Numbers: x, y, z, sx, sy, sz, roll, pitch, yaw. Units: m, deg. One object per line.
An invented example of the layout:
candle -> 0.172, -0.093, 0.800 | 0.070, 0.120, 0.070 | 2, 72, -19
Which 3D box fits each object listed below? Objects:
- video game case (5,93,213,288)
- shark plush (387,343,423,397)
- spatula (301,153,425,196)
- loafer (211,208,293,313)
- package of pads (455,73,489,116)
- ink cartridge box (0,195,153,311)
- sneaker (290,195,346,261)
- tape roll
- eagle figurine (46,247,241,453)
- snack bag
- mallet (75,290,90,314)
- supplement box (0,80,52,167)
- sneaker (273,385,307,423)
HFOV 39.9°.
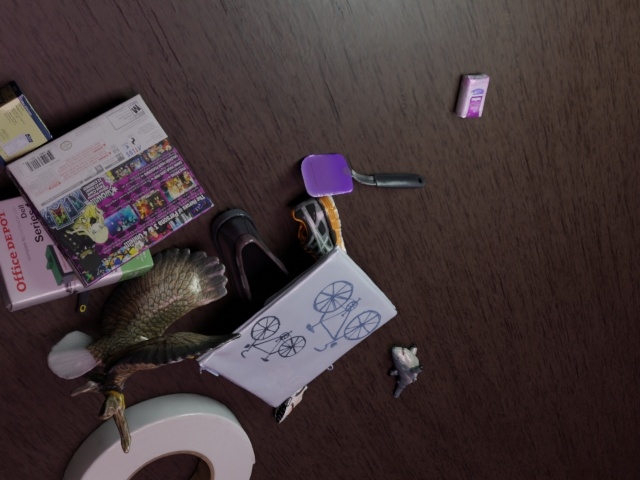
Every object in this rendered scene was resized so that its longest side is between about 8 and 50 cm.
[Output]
video game case -> -0.312, -0.077, 1.321 | 0.232, 0.042, 0.210 | -36, 93, -24
shark plush -> 0.184, 0.295, 2.011 | 0.067, 0.073, 0.161 | -2, 144, -9
spatula -> 0.089, -0.118, 1.656 | 0.296, 0.084, 0.030 | 1, 155, -41
loafer -> -0.107, 0.074, 1.625 | 0.109, 0.095, 0.302 | -35, 132, -8
package of pads -> 0.290, -0.278, 1.689 | 0.050, 0.032, 0.083 | -8, 123, -26
ink cartridge box -> -0.390, 0.002, 1.349 | 0.219, 0.092, 0.160 | -17, 87, -24
sneaker -> 0.000, 0.000, 1.665 | 0.083, 0.084, 0.215 | -18, 125, -5
tape roll -> -0.322, 0.482, 1.779 | 0.392, 0.072, 0.392 | -16, 127, -23
eagle figurine -> -0.288, 0.170, 1.503 | 0.298, 0.226, 0.225 | -49, 172, 26
snack bag -> -0.036, 0.181, 1.707 | 0.342, 0.037, 0.323 | -39, 145, 4
mallet -> -0.378, 0.045, 1.477 | 0.062, 0.039, 0.189 | -5, 126, -24
supplement box -> -0.449, -0.168, 1.270 | 0.083, 0.056, 0.083 | -34, 132, -9
sneaker -> -0.063, 0.345, 1.874 | 0.044, 0.040, 0.109 | 14, 112, -40
